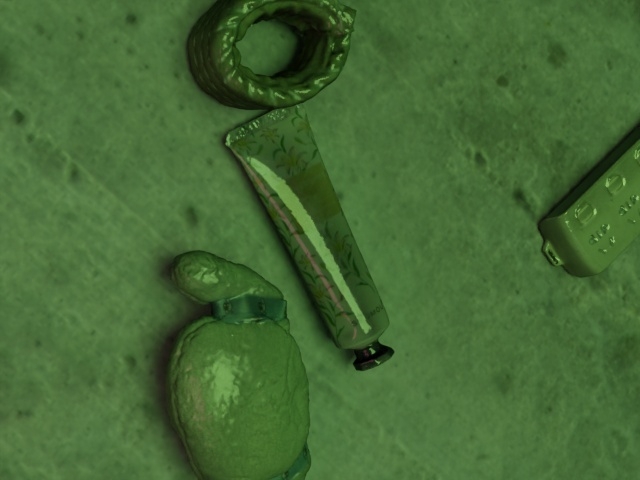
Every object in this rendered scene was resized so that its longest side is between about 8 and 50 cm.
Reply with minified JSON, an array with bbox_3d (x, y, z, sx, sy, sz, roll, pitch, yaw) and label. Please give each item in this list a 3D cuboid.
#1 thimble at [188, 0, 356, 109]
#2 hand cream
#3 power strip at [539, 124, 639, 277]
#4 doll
[{"bbox_3d":[-0.031,-0.133,1.087,0.110,0.062,0.084,-26,103,-24],"label":"thimble"},{"bbox_3d":[0.000,0.000,1.123,0.067,0.042,0.194,-29,101,-21],"label":"hand cream"},{"bbox_3d":[0.268,-0.066,1.261,0.252,0.027,0.060,-43,110,-18],"label":"power strip"},{"bbox_3d":[-0.054,0.107,1.082,0.103,0.071,0.214,-17,104,-24],"label":"doll"}]
